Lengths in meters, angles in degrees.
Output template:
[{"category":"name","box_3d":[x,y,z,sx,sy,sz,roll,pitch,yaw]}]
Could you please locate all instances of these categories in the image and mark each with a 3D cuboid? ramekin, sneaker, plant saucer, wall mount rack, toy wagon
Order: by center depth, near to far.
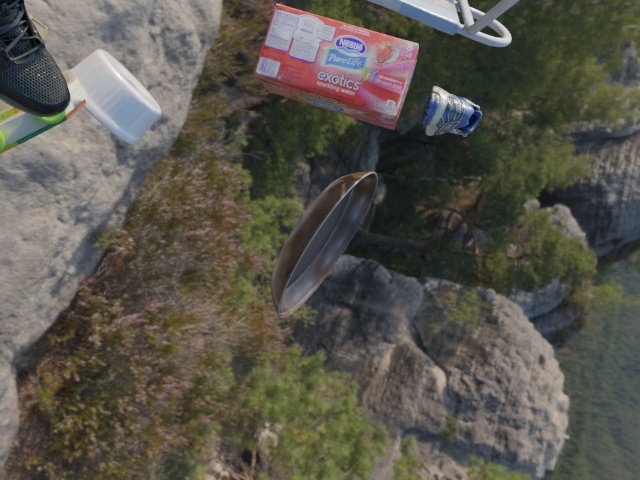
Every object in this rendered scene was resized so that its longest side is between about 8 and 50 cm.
[{"category":"sneaker","box_3d":[-0.345,-0.240,0.548,0.087,0.130,0.227,-46,124,-34]},{"category":"sneaker","box_3d":[0.153,-0.139,0.586,0.135,0.058,0.052,-31,140,-69]},{"category":"wall mount rack","box_3d":[0.119,-0.348,0.638,0.304,0.350,0.130,-82,-168,-49]},{"category":"plant saucer","box_3d":[0.000,0.000,0.929,0.310,0.050,0.310,-54,169,-16]},{"category":"toy wagon","box_3d":[-0.637,-0.237,1.014,0.345,0.267,0.068,-34,128,-13]},{"category":"ramekin","box_3d":[-0.612,-0.433,1.533,0.135,0.277,0.277,-41,143,4]}]

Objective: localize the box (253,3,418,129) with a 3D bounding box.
[{"category":"box","box_3d":[0.036,-0.355,1.061,0.142,0.300,0.153,-12,119,-82]}]

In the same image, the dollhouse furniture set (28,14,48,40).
[{"category":"dollhouse furniture set","box_3d":[-0.817,-0.516,1.280,0.182,0.101,0.160,36,64,-61]}]
